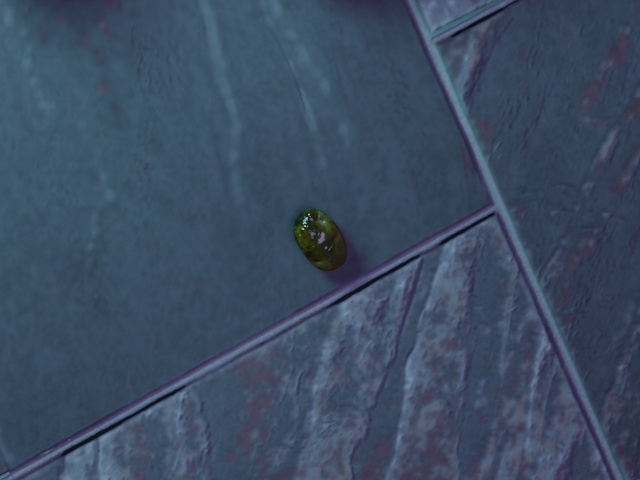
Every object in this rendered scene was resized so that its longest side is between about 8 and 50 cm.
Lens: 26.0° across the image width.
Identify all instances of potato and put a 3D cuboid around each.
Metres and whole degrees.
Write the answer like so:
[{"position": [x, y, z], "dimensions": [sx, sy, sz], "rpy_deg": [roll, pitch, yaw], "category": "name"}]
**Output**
[{"position": [0.000, 0.000, 1.633], "dimensions": [0.051, 0.040, 0.083], "rpy_deg": [-34, 112, 3], "category": "potato"}]
